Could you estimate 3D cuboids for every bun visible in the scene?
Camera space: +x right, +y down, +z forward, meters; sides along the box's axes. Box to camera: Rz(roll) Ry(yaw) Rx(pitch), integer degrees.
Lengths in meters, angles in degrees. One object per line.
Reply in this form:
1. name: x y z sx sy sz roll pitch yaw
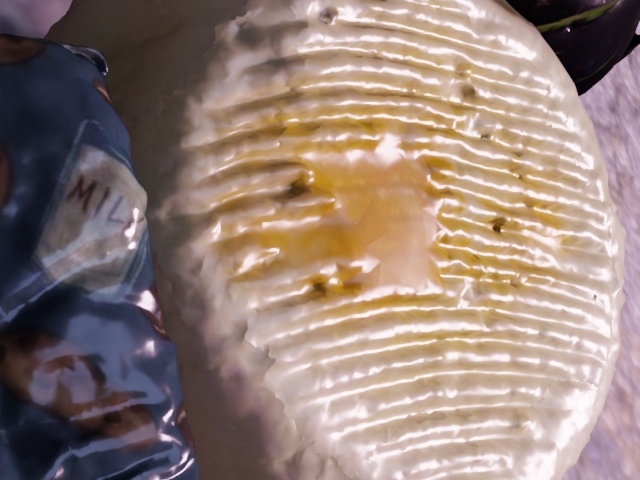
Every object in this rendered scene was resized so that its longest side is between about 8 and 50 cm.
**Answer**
1. bun: 0.000 0.000 0.519 0.243 0.153 0.244 6 81 -40

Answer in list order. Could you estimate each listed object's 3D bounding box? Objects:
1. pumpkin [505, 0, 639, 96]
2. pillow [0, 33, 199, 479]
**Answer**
1. pumpkin: 0.045 -0.206 0.668 0.296 0.295 0.296 36 42 -39
2. pillow: -0.116 0.062 0.335 0.188 0.034 0.256 -4 67 -26
